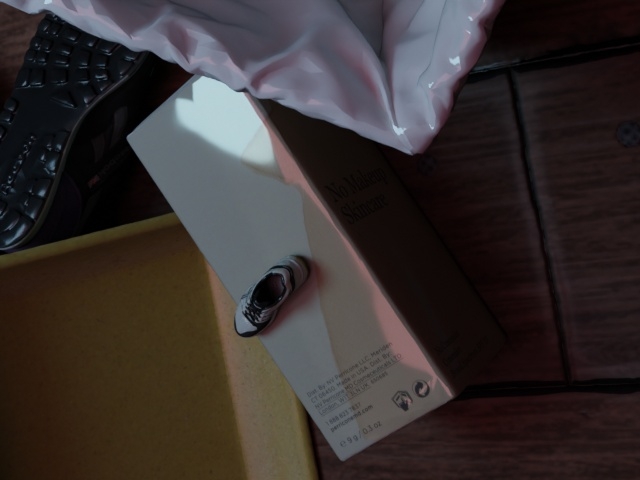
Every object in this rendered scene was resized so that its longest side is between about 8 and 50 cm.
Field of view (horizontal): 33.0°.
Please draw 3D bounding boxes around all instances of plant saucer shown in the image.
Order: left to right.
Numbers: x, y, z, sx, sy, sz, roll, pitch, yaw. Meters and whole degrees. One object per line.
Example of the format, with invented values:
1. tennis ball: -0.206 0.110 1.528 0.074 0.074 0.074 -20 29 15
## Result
1. plant saucer: -0.176 0.152 0.936 0.081 0.333 0.332 5 107 57

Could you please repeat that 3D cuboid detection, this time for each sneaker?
1. sneaker: -0.210 -0.113 0.978 0.107 0.124 0.283 32 90 22
2. sneaker: -0.045 0.044 0.803 0.032 0.037 0.083 42 119 9

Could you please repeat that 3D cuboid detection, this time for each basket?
1. basket: -0.019 -0.285 0.683 0.331 0.266 0.328 21 113 -4

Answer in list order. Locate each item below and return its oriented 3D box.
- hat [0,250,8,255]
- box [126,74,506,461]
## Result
1. hat: -0.327 0.108 1.044 0.134 0.331 0.331 12 114 -19
2. box: 0.000 0.000 0.872 0.121 0.148 0.311 -35 88 29
